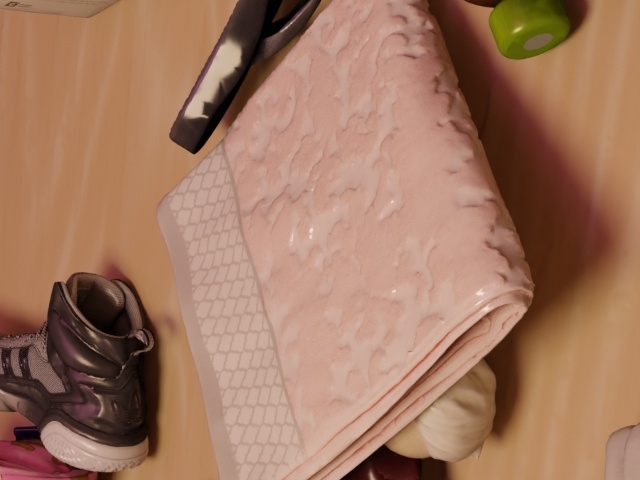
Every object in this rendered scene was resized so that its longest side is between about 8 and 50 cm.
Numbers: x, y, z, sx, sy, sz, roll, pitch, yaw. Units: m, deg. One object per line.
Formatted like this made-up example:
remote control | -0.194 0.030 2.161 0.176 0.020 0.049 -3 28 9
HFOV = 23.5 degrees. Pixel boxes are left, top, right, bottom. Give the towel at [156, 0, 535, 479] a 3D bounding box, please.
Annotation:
towel | 0.000 0.000 1.114 0.317 0.053 0.332 -46 44 33

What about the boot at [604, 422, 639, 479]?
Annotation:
boot | 0.246 0.226 0.931 0.123 0.095 0.258 -26 64 47

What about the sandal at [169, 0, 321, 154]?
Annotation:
sandal | -0.036 -0.172 1.199 0.054 0.097 0.254 32 118 1

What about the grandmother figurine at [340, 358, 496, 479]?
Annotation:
grandmother figurine | 0.011 0.182 1.141 0.342 0.104 0.208 -46 69 37

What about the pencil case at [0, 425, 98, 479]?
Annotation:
pencil case | -0.293 0.367 1.391 0.167 0.160 0.386 -158 72 -72

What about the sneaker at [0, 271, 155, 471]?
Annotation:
sneaker | -0.244 0.091 1.384 0.268 0.101 0.153 24 106 35

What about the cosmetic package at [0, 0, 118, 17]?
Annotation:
cosmetic package | -0.156 -0.334 1.254 0.365 0.155 0.197 -17 80 42

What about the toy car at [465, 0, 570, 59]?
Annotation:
toy car | 0.069 -0.206 0.996 0.149 0.188 0.155 122 134 -60
